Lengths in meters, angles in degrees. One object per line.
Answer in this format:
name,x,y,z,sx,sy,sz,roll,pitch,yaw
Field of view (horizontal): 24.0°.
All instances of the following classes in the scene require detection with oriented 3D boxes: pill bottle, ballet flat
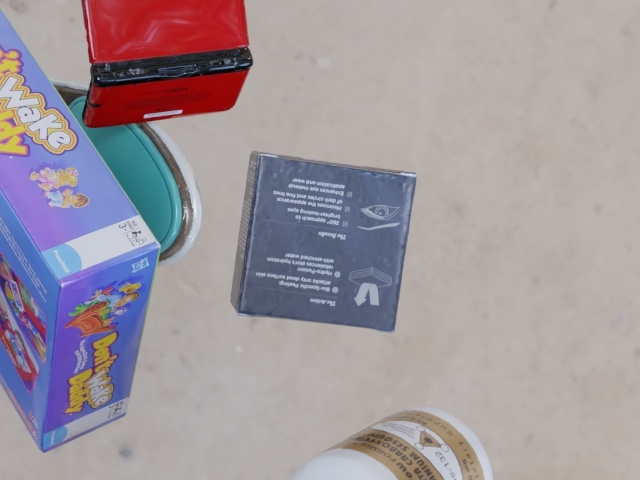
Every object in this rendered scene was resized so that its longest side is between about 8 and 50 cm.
pill bottle,0.042,0.236,1.308,0.229,0.131,0.131,-20,135,-53
ballet flat,-0.235,-0.089,1.462,0.139,0.400,0.139,-35,139,-38

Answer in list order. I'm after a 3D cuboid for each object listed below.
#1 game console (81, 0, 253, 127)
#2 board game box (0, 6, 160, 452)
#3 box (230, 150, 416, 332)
game console,-0.140,-0.169,1.317,0.144,0.085,0.124,-9,157,-21
board game box,-0.254,-0.042,1.159,0.078,0.347,0.233,-22,153,-28
box,0.000,0.000,1.473,0.156,0.093,0.158,8,94,-9
